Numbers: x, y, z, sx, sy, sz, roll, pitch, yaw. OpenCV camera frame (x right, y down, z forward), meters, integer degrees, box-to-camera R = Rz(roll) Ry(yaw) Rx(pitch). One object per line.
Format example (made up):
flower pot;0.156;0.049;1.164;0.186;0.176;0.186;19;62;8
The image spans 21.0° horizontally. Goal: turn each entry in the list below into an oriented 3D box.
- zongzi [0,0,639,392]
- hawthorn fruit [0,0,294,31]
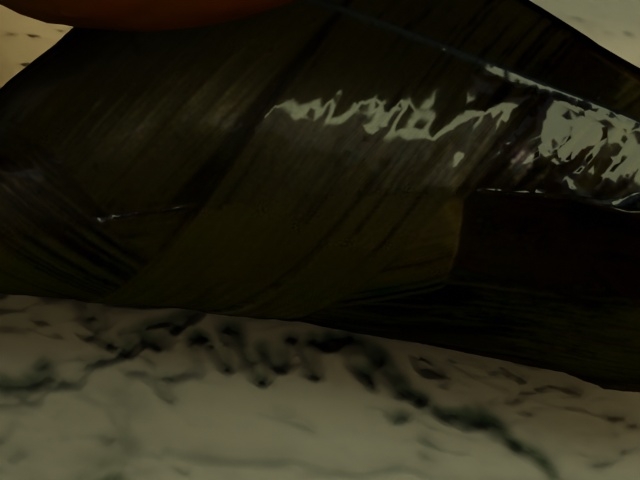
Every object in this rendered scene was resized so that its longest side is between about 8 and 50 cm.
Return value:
zongzi;0.000;0.000;0.636;0.286;0.138;0.300;35;46;17
hawthorn fruit;-0.076;-0.317;0.532;0.471;0.472;0.472;11;41;-10
